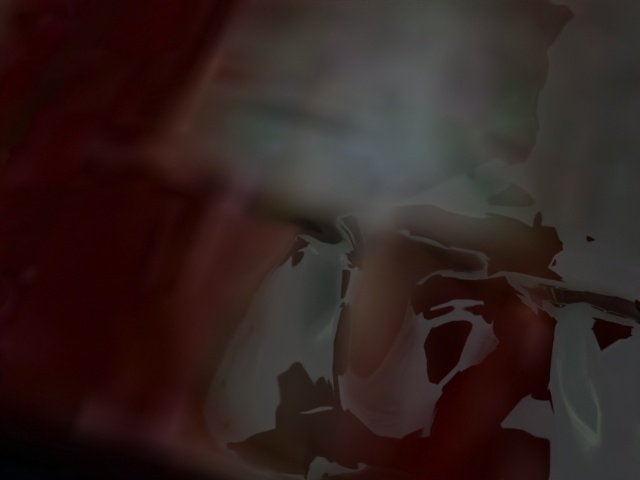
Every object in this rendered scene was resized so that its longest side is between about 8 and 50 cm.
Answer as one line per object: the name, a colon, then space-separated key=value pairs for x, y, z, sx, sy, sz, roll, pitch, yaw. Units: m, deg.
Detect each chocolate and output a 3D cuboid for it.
chocolate: x=0.000 y=0.000 z=0.517 sx=0.383 sy=0.383 sz=0.331 roll=33 pitch=-125 yaw=-35
